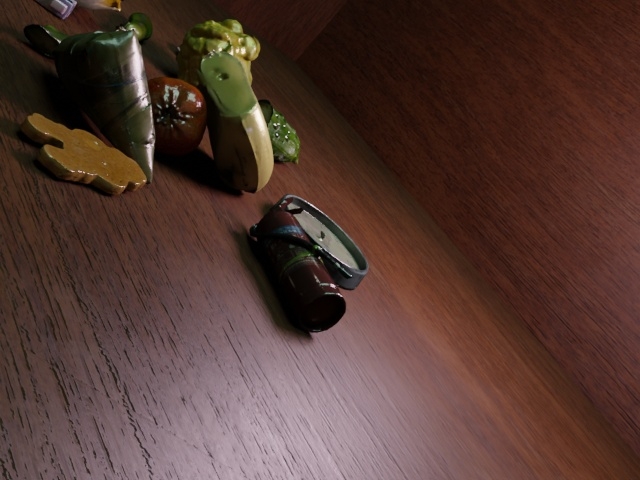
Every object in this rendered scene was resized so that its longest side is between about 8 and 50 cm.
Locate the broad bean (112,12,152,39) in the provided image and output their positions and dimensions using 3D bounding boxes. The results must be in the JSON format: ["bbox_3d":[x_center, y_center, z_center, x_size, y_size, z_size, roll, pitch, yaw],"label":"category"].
[{"bbox_3d":[-0.503,-0.583,2.161,0.075,0.067,0.325,27,15,-11],"label":"broad bean"}]

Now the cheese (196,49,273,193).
[{"bbox_3d":[-0.182,-0.230,1.723,0.315,0.128,0.259,91,-16,-50],"label":"cheese"}]

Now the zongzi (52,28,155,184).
[{"bbox_3d":[-0.395,-0.248,1.469,0.251,0.125,0.274,20,-52,54],"label":"zongzi"}]

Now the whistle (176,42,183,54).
[{"bbox_3d":[-0.363,-0.563,2.479,0.220,0.057,0.107,22,24,-48],"label":"whistle"}]

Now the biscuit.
[{"bbox_3d":[-0.380,-0.133,1.292,0.236,0.040,0.144,22,33,-59],"label":"biscuit"}]

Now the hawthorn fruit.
[{"bbox_3d":[-0.329,-0.260,1.661,0.165,0.165,0.285,37,-7,-22],"label":"hawthorn fruit"}]

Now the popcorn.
[{"bbox_3d":[-0.288,-0.495,2.200,0.195,0.255,0.256,27,-23,32],"label":"popcorn"}]

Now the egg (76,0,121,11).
[{"bbox_3d":[-0.617,-0.661,1.913,0.264,0.174,0.286,41,-14,38],"label":"egg"}]

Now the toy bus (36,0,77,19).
[{"bbox_3d":[-0.620,-0.561,1.825,0.102,0.052,0.058,34,19,-25],"label":"toy bus"}]

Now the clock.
[{"bbox_3d":[0.000,0.000,1.874,0.281,0.055,0.280,39,15,-12],"label":"clock"}]

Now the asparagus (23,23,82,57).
[{"bbox_3d":[-0.492,-0.393,1.649,0.080,0.080,0.287,47,23,15],"label":"asparagus"}]

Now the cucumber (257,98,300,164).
[{"bbox_3d":[-0.128,-0.284,2.231,0.244,0.134,0.134,40,12,-51],"label":"cucumber"}]

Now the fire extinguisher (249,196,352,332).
[{"bbox_3d":[-0.044,0.027,1.550,0.341,0.142,0.105,-120,-164,-47],"label":"fire extinguisher"}]
